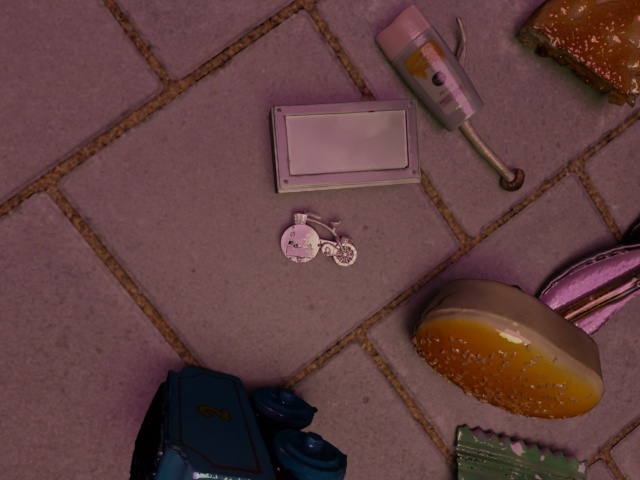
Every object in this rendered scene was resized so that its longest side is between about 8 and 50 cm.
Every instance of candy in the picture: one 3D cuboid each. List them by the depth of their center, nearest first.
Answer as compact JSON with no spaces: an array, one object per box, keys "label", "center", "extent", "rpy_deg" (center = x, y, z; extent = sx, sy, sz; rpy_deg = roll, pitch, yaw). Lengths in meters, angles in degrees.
[{"label":"candy","center":[0.332,0.552,0.800],"extent":[0.263,0.172,0.398],"rpy_deg":[16,80,-13]}]

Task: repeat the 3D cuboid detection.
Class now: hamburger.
[{"label":"hamburger","center":[0.294,0.182,0.731],"extent":[0.295,0.227,0.151],"rpy_deg":[35,66,-6]}]

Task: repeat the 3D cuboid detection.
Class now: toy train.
[{"label":"toy train","center":[-0.123,0.311,0.638],"extent":[0.265,0.300,0.188],"rpy_deg":[20,91,-20]}]

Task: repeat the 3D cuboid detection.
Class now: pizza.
[{"label":"pizza","center":[0.486,-0.331,0.781],"extent":[0.289,0.081,0.229],"rpy_deg":[-20,91,-5]}]

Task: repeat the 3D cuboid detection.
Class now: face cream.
[{"label":"face cream","center":[0.178,-0.273,0.742],"extent":[0.084,0.057,0.198],"rpy_deg":[-38,93,22]}]

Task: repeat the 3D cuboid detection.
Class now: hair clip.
[{"label":"hair clip","center":[0.522,0.076,0.810],"extent":[0.358,0.095,0.110],"rpy_deg":[-29,125,14]}]

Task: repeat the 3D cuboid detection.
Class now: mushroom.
[{"label":"mushroom","center":[0.265,-0.219,0.783],"extent":[0.068,0.043,0.306],"rpy_deg":[-29,98,-17]}]

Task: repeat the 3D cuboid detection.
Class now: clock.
[{"label":"clock","center":[0.000,0.000,0.760],"extent":[0.129,0.041,0.087],"rpy_deg":[13,96,-5]}]

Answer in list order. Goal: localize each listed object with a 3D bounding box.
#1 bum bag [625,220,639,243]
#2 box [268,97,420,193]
[{"label":"bum bag","center":[0.690,-0.062,0.836],"extent":[0.137,0.074,0.310],"rpy_deg":[36,103,-10]},{"label":"box","center":[0.037,-0.146,0.731],"extent":[0.225,0.086,0.129],"rpy_deg":[-6,96,-8]}]
